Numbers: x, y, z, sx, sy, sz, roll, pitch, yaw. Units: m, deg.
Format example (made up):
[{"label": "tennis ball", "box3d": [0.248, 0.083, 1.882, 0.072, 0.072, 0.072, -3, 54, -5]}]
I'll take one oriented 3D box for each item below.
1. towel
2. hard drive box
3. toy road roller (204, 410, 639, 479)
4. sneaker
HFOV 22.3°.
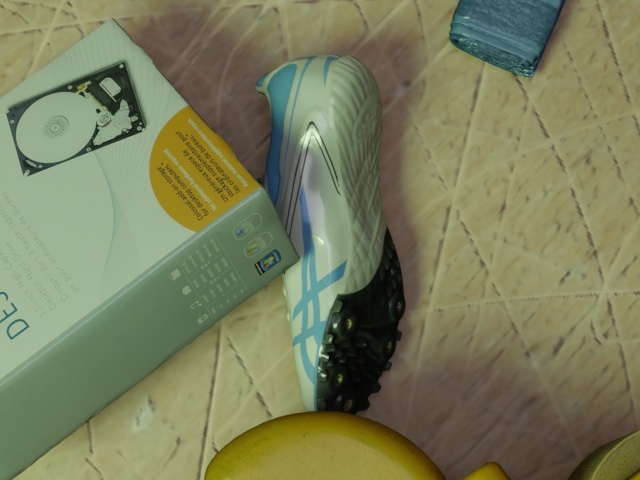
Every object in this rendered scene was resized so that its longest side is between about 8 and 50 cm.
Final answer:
[{"label": "towel", "box3d": [0.135, -0.175, 1.098, 0.067, 0.029, 0.119, 23, 81, 2]}, {"label": "hard drive box", "box3d": [-0.161, 0.004, 0.995, 0.232, 0.089, 0.181, -38, 58, -8]}, {"label": "toy road roller", "box3d": [0.078, 0.177, 0.946, 0.329, 0.202, 0.241, -35, 81, -6]}, {"label": "sneaker", "box3d": [0.000, 0.000, 1.046, 0.086, 0.085, 0.237, -4, 87, 38]}]
